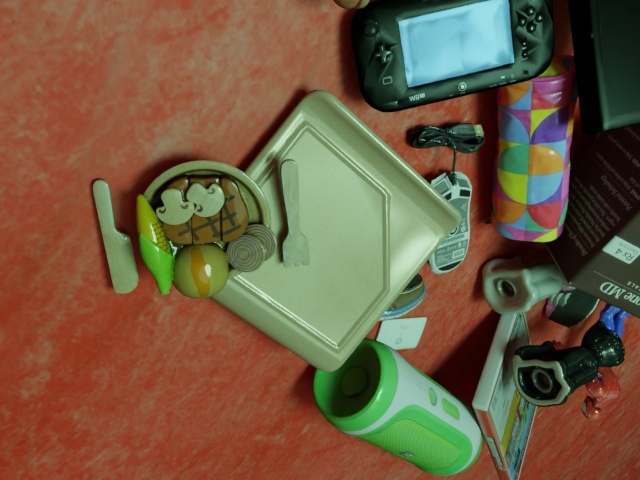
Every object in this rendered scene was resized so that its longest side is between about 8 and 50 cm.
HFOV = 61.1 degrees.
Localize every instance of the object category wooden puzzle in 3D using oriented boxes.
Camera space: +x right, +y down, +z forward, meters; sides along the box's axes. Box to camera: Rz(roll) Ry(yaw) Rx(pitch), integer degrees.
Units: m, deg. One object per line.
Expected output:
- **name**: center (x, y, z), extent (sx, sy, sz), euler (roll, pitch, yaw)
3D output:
- **wooden puzzle**: center (0.000, 0.000, 0.575), extent (0.221, 0.044, 0.239), euler (38, 97, -20)

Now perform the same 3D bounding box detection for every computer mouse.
- **computer mouse**: center (0.150, -0.050, 0.672), extent (0.106, 0.042, 0.193), euler (-15, 117, -30)

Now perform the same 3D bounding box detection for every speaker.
- **speaker**: center (0.118, 0.241, 0.761), extent (0.131, 0.131, 0.296), euler (-49, 130, 2)

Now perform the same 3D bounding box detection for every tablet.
- **tablet**: center (0.113, 0.135, 0.775), extent (0.083, 0.006, 0.054), euler (2, 115, -32)

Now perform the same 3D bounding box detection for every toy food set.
- **toy food set**: center (-0.105, -0.008, 0.500), extent (0.192, 0.038, 0.133), euler (-9, 115, -10)

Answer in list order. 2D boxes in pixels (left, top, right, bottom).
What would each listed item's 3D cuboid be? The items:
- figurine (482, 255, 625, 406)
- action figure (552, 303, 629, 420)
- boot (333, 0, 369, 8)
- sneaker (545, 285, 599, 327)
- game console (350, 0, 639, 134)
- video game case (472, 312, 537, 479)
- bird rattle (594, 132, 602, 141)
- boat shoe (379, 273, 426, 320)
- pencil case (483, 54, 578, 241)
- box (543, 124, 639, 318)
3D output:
- **figurine**: center (0.361, 0.112, 0.812), extent (0.209, 0.092, 0.215), euler (-10, 78, -34)
- **action figure**: center (0.488, 0.178, 0.989), extent (0.091, 0.139, 0.281), euler (12, 87, -33)
- **boot**: center (-0.056, -0.242, 0.416), extent (0.152, 0.073, 0.197), euler (-37, 117, -10)
- **sneaker**: center (0.458, 0.074, 0.915), extent (0.077, 0.072, 0.178), euler (12, 115, -47)
- **game console**: center (0.212, -0.199, 0.538), extent (0.361, 0.044, 0.213), euler (-13, 102, -2)
- **video game case**: center (0.315, 0.256, 0.892), extent (0.204, 0.025, 0.285), euler (-58, 137, -33)
- **bird rattle**: center (0.487, -0.143, 0.803), extent (0.206, 0.143, 0.254), euler (7, 126, -22)
- **boat shoe**: center (0.053, 0.057, 0.654), extent (0.183, 0.066, 0.066), euler (-11, 120, -27)
- **pencil case**: center (0.260, -0.109, 0.671), extent (0.104, 0.104, 0.236), euler (-24, 128, -18)
- **box**: center (0.424, -0.032, 0.706), extent (0.168, 0.167, 0.203), euler (23, 120, -14)
